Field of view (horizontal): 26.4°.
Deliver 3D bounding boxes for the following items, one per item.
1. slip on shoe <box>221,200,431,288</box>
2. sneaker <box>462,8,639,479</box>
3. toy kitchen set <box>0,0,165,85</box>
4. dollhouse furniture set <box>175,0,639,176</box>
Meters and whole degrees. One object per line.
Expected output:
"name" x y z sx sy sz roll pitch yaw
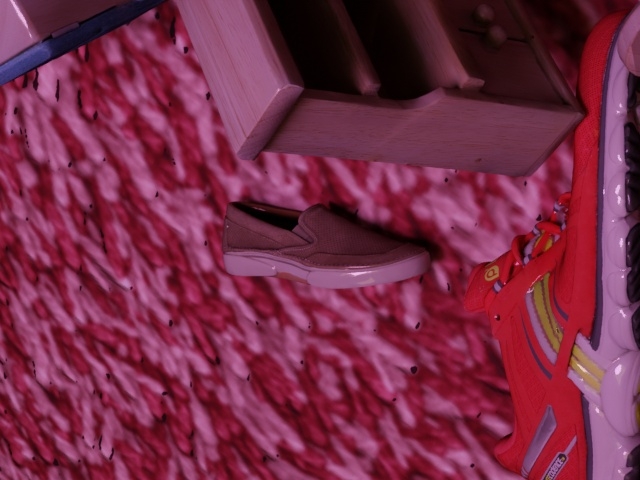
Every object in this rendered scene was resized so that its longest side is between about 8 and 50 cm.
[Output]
"slip on shoe" 0.000 0.000 0.780 0.135 0.051 0.041 5 105 38
"sneaker" 0.125 0.019 0.674 0.118 0.107 0.279 19 121 36
"toy kitchen set" -0.055 -0.098 0.712 0.207 0.122 0.166 -20 102 39
"dollhouse furniture set" 0.072 -0.143 0.520 0.242 0.161 0.212 -52 48 39
